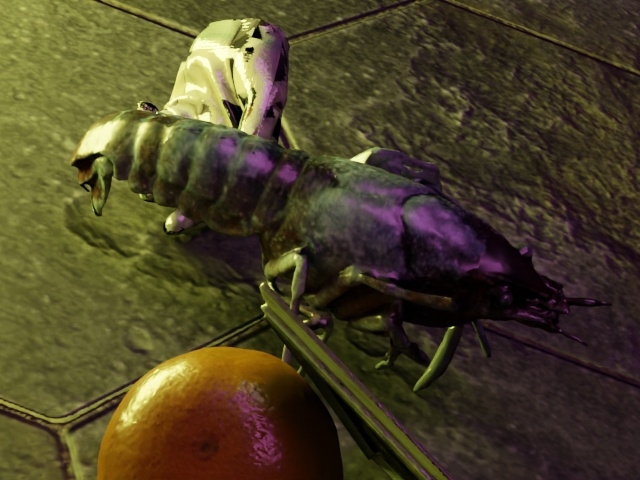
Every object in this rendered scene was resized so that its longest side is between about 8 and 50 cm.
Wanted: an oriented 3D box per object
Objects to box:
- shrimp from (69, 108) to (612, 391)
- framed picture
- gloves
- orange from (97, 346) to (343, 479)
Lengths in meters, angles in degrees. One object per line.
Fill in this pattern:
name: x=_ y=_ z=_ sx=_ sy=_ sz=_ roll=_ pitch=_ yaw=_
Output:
shrimp: x=0.003 y=-0.001 z=1.108 sx=0.410 sy=0.166 sz=0.221 roll=28 pitch=58 yaw=1
framed picture: x=0.068 y=0.160 z=0.917 sx=0.019 sy=0.296 sz=0.232 roll=-42 pitch=60 yaw=-6
gloves: x=-0.090 y=-0.091 z=1.269 sx=0.127 sy=0.111 sz=0.212 roll=14 pitch=70 yaw=10
orange: x=-0.062 y=0.145 z=0.932 sx=0.156 sy=0.124 sz=0.156 roll=-2 pitch=70 yaw=5
